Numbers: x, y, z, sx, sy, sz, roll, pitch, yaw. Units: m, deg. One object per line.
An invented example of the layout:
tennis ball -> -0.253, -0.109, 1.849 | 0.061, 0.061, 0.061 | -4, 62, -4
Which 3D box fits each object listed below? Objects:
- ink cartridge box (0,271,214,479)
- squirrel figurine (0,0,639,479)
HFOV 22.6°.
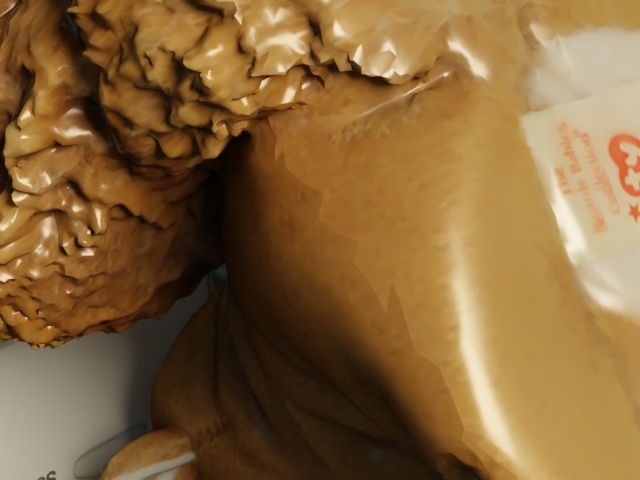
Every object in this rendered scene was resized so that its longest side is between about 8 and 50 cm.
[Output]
ink cartridge box -> -0.230, 0.068, 0.941 | 0.289, 0.211, 0.121 | 9, 113, 32
squirrel figurine -> 0.000, 0.000, 0.697 | 0.397, 0.281, 0.370 | 36, 152, -14
